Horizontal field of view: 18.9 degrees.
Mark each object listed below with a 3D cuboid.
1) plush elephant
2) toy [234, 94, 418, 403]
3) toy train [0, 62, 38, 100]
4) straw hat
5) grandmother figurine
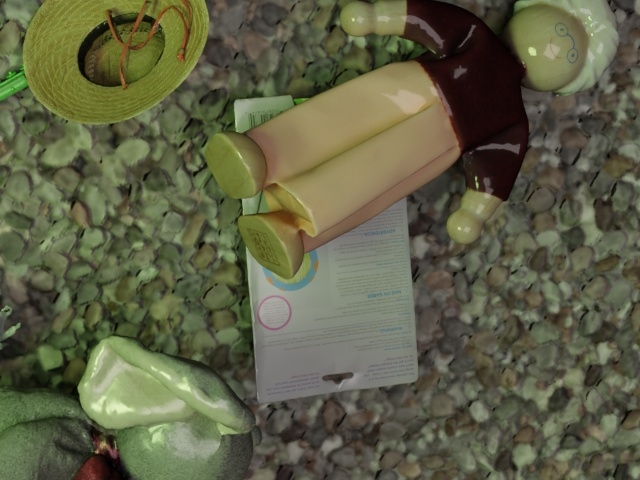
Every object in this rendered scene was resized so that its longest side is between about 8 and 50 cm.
[{"bbox_3d":[-0.159,0.184,1.412,0.255,0.272,0.330,-2,81,9],"label":"plush elephant"},{"bbox_3d":[0.000,0.000,1.524,0.137,0.056,0.237,-6,100,-18],"label":"toy"},{"bbox_3d":[-0.245,-0.107,1.437,0.083,0.024,0.017,-31,111,-7],"label":"toy train"},{"bbox_3d":[-0.144,-0.135,1.438,0.144,0.144,0.061,-39,154,-4],"label":"straw hat"},{"bbox_3d":[0.088,-0.095,1.472,0.342,0.104,0.208,-32,117,-20],"label":"grandmother figurine"}]
